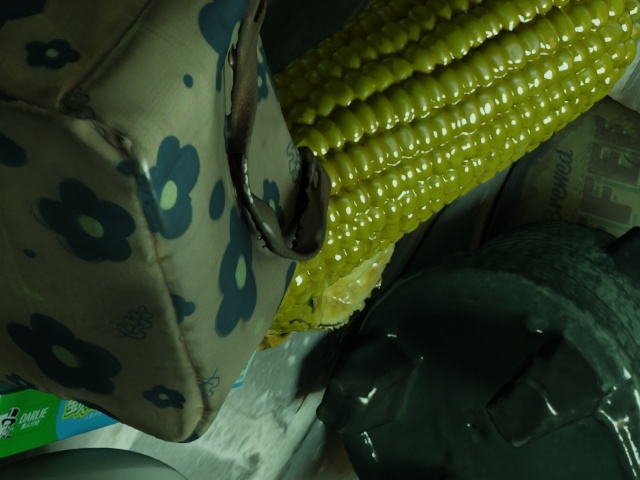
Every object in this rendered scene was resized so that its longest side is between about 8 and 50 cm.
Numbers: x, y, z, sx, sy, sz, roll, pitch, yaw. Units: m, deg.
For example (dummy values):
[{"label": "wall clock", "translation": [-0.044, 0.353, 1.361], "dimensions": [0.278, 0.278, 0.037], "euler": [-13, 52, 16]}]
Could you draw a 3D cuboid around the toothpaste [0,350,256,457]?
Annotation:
[{"label": "toothpaste", "translation": [-0.136, 0.076, 1.031], "dimensions": [0.267, 0.065, 0.050], "euler": [-11, 129, -58]}]

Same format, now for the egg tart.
[{"label": "egg tart", "translation": [0.000, 0.000, 1.196], "dimensions": [0.191, 0.074, 0.191], "euler": [-45, 152, -32]}]

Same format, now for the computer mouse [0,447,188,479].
[{"label": "computer mouse", "translation": [-0.205, 0.214, 0.981], "dimensions": [0.297, 0.121, 0.184], "euler": [-29, 153, -24]}]

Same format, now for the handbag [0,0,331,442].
[{"label": "handbag", "translation": [-0.100, -0.048, 0.853], "dimensions": [0.251, 0.190, 0.193], "euler": [82, 31, -48]}]

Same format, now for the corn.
[{"label": "corn", "translation": [0.044, -0.078, 1.054], "dimensions": [0.387, 0.144, 0.144], "euler": [-34, 146, -16]}]

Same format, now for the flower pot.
[{"label": "flower pot", "translation": [0.173, 0.137, 1.385], "dimensions": [0.283, 0.299, 0.299], "euler": [-28, 139, -54]}]

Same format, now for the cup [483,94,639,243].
[{"label": "cup", "translation": [0.294, 0.047, 1.569], "dimensions": [0.227, 0.257, 0.301], "euler": [6, 111, -60]}]
